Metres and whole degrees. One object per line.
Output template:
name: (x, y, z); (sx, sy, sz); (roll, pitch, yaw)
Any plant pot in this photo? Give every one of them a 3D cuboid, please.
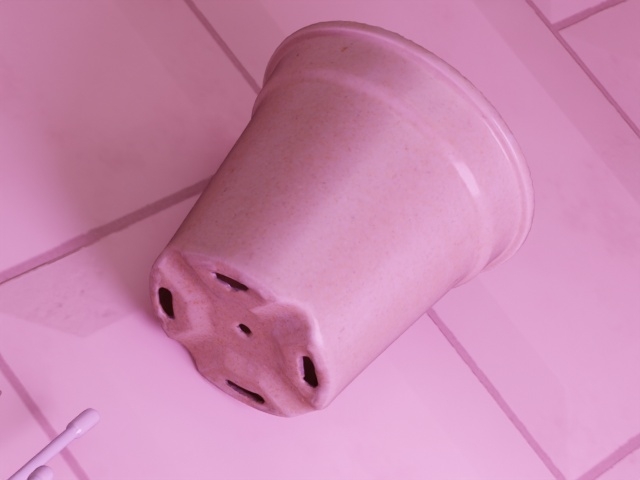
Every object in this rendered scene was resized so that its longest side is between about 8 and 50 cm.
plant pot: (0.000, 0.000, 1.919); (0.334, 0.334, 0.305); (40, 56, 0)

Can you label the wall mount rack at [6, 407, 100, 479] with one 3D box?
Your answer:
wall mount rack: (-0.199, 0.287, 1.651); (0.350, 0.130, 0.304); (53, 1, -3)
